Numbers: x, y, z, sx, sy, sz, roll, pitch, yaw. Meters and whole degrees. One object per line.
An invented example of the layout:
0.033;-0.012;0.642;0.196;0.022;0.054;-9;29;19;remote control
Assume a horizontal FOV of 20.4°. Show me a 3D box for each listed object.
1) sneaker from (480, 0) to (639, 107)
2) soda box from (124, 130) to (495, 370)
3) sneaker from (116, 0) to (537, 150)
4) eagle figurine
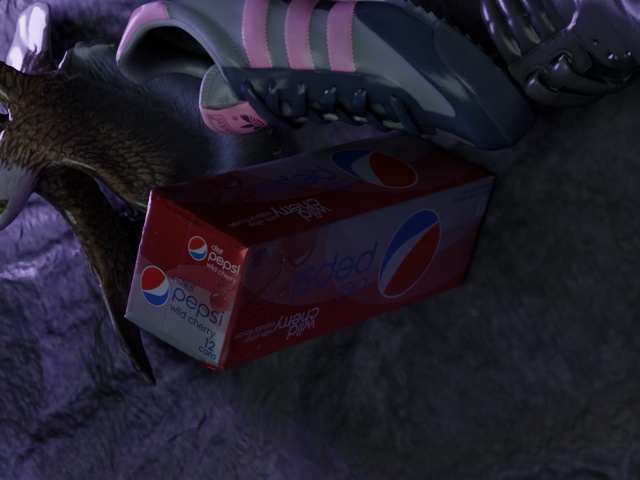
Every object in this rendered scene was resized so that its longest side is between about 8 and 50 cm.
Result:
0.198;-0.113;1.038;0.295;0.105;0.147;57;136;38;sneaker
0.000;0.000;1.142;0.083;0.263;0.092;30;119;30;soda box
-0.004;-0.106;1.193;0.319;0.112;0.131;28;73;38;sneaker
-0.190;-0.056;1.372;0.298;0.225;0.226;31;168;-3;eagle figurine
